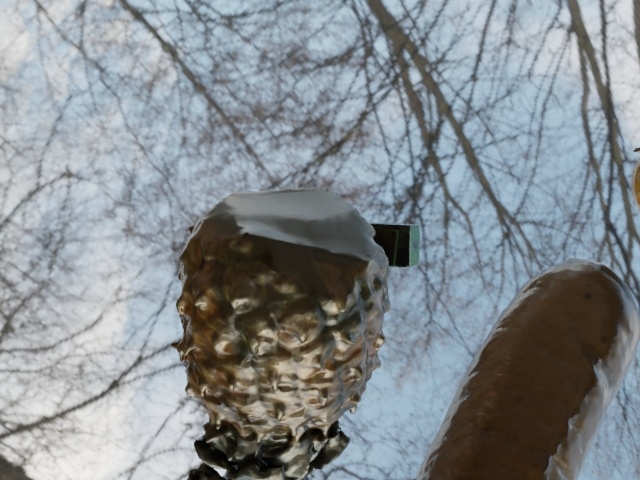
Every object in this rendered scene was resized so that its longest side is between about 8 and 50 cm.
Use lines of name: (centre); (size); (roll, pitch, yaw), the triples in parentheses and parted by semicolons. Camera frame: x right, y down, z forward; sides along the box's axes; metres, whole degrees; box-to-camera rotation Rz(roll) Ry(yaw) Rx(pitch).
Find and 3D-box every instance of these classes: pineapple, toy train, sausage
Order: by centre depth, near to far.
pineapple: (-0.023, 0.076, 0.483); (0.108, 0.197, 0.108); (5, -157, -2)
sausage: (0.138, 0.219, 0.814); (0.123, 0.136, 0.500); (15, -118, 30)
toy train: (0.000, 0.000, 1.032); (0.209, 0.042, 0.044); (3, -86, 23)

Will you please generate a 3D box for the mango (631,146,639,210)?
mango: (0.389, -0.043, 1.010); (0.101, 0.187, 0.066); (-64, -161, 0)
